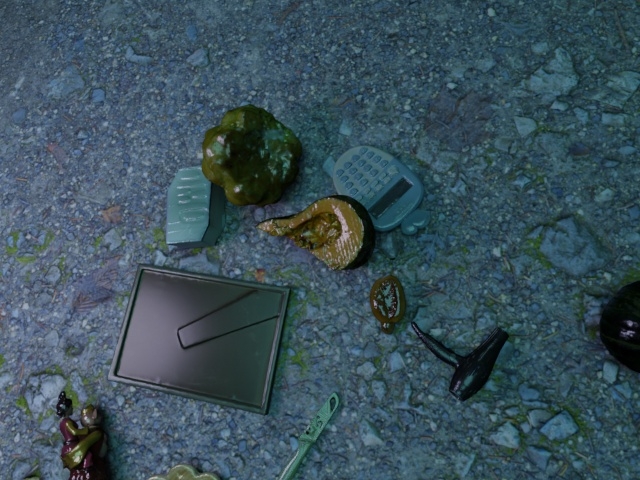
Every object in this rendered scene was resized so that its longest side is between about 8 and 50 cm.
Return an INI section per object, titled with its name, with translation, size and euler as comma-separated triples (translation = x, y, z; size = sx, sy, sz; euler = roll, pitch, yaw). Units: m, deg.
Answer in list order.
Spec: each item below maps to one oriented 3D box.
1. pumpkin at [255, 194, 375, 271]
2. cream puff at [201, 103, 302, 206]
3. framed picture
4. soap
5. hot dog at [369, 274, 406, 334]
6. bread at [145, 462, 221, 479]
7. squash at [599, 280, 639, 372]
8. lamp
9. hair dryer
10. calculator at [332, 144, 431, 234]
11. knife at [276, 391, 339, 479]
[pumpkin]
translation = 0.000, 0.000, 1.233
size = 0.280, 0.139, 0.190
euler = -18, 87, 20
[cream puff]
translation = -0.187, -0.218, 1.291
size = 0.281, 0.185, 0.282
euler = 0, 91, -32
[framed picture]
translation = -0.318, 0.248, 1.289
size = 0.445, 0.028, 0.326
euler = 9, 78, 11
[soap]
translation = -0.342, -0.099, 1.343
size = 0.145, 0.091, 0.231
euler = -5, 77, 8
[hot dog]
translation = 0.170, 0.159, 1.217
size = 0.089, 0.060, 0.140
euler = -15, 68, 10
[bread]
translation = -0.348, 0.647, 1.192
size = 0.250, 0.039, 0.182
euler = -27, 74, 2
[squash]
translation = 0.715, 0.186, 1.052
size = 0.218, 0.218, 0.172
euler = -38, 39, -1
[lamp]
translation = -0.599, 0.504, 1.234
size = 0.118, 0.118, 0.253
euler = -18, 71, 5
[hair dryer]
translation = 0.316, 0.249, 1.175
size = 0.219, 0.075, 0.195
euler = 35, 74, 23
[calculator]
translation = 0.160, -0.130, 1.294
size = 0.188, 0.042, 0.303
euler = -42, 74, -3
[knife]
translation = -0.040, 0.497, 1.188
size = 0.043, 0.020, 0.293
euler = 33, 83, 17
